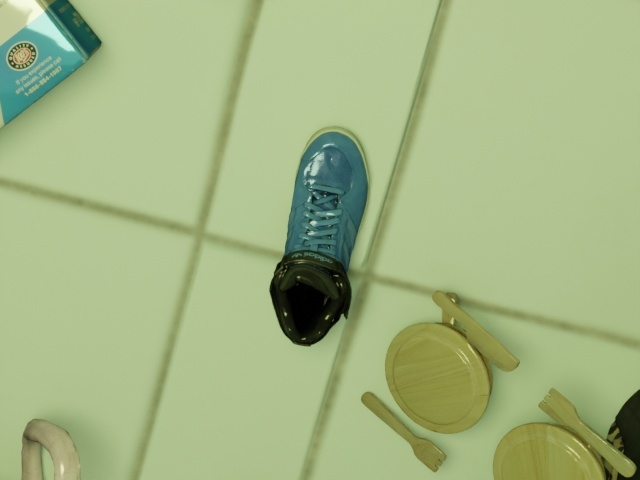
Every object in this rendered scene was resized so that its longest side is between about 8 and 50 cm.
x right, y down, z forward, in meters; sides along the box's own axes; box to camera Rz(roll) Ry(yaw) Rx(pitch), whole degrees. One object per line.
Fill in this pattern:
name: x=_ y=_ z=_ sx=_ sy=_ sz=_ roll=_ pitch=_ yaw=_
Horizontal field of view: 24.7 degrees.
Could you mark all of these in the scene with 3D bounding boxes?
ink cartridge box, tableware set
ink cartridge box: x=-0.262 y=-0.161 z=0.982 sx=0.139 sy=0.082 sz=0.190 roll=-36 pitch=102 yaw=10
tableware set: x=0.131 y=0.131 z=1.058 sx=0.194 sy=0.039 sz=0.128 roll=43 pitch=126 yaw=15

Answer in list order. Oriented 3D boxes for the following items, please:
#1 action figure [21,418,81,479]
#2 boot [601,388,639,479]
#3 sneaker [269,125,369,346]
action figure: x=-0.220 y=0.348 z=1.108 sx=0.276 sy=0.248 sz=0.370 roll=-40 pitch=104 yaw=-17
boot: x=0.288 y=0.145 z=0.961 sx=0.138 sy=0.284 sz=0.377 roll=13 pitch=108 yaw=-2
sneaker: x=0.001 y=0.000 z=1.025 sx=0.058 sy=0.084 sz=0.152 roll=13 pitch=106 yaw=-3
